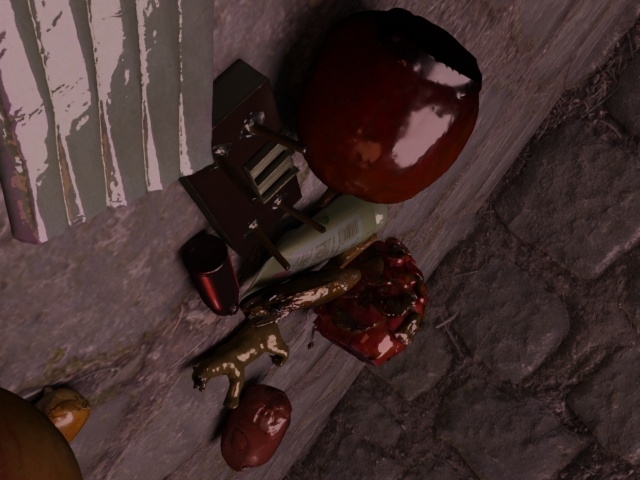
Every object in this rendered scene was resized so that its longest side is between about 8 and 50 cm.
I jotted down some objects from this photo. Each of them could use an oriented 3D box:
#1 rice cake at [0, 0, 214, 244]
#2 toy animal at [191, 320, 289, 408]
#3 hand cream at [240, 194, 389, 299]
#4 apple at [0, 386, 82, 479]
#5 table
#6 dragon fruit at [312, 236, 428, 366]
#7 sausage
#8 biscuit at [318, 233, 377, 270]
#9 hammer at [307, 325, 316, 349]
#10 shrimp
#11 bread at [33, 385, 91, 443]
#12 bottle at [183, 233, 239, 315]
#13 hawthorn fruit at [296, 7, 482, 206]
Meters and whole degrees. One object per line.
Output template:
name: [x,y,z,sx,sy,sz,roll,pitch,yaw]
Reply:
rice cake: [-0.142,-0.117,0.338,0.189,0.037,0.198,-37,142,-40]
toy animal: [-0.148,0.211,0.928,0.219,0.103,0.101,-37,137,-31]
hand cream: [0.000,0.000,0.851,0.306,0.093,0.147,-34,170,-38]
apple: [-0.316,0.211,0.363,0.261,0.194,0.260,-42,157,-23]
table: [-0.067,-0.057,0.563,0.121,0.111,0.240,-47,160,-13]
dragon fruit: [0.131,0.136,1.189,0.291,0.250,0.269,-62,169,-16]
sausage: [-0.162,0.467,1.250,0.152,0.152,0.279,-30,151,-47]
biscuit: [0.009,0.068,1.009,0.234,0.030,0.153,-44,169,35]
hammer: [-0.022,0.274,1.427,0.029,0.014,0.123,-49,160,-35]
shrimp: [-0.037,0.098,0.865,0.253,0.058,0.173,-15,167,-34]
bread: [-0.322,0.223,0.587,0.106,0.053,0.072,-40,155,-14]
bottle: [-0.141,0.056,0.682,0.060,0.060,0.164,-43,160,-22]
hawthorn fruit: [0.071,-0.138,0.591,0.249,0.215,0.215,-61,159,14]
